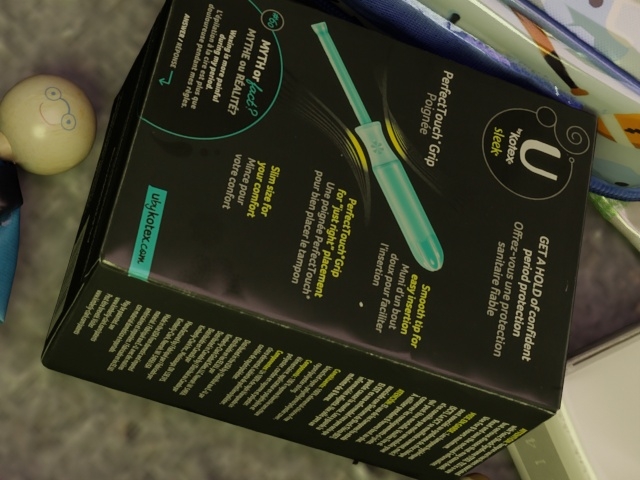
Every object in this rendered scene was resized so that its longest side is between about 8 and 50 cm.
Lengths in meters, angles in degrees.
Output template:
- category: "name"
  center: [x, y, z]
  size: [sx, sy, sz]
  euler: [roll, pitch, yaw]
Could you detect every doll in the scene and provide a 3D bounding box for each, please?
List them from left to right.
- category: "doll"
  center: [-0.159, -0.005, 0.584]
  size: [0.189, 0.046, 0.129]
  euler: [-31, 80, -28]

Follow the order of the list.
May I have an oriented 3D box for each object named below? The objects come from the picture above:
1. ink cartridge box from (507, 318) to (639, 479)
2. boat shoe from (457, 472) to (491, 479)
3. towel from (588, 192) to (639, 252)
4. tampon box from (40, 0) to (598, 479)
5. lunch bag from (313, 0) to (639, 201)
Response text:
- category: "ink cartridge box"
  center: [0.244, 0.143, 0.678]
  size: [0.261, 0.066, 0.296]
  euler: [-23, 87, -21]
- category: "boat shoe"
  center: [0.060, 0.157, 0.624]
  size: [0.045, 0.050, 0.135]
  euler: [-13, 72, -18]
- category: "towel"
  center: [0.139, -0.069, 0.713]
  size: [0.113, 0.023, 0.152]
  euler: [-43, 94, -23]
- category: "tampon box"
  center: [0.000, 0.000, 0.597]
  size: [0.161, 0.101, 0.120]
  euler: [19, 63, -12]
- category: "lunch bag"
  center: [0.073, -0.171, 0.654]
  size: [0.303, 0.115, 0.243]
  euler: [34, 71, -4]
